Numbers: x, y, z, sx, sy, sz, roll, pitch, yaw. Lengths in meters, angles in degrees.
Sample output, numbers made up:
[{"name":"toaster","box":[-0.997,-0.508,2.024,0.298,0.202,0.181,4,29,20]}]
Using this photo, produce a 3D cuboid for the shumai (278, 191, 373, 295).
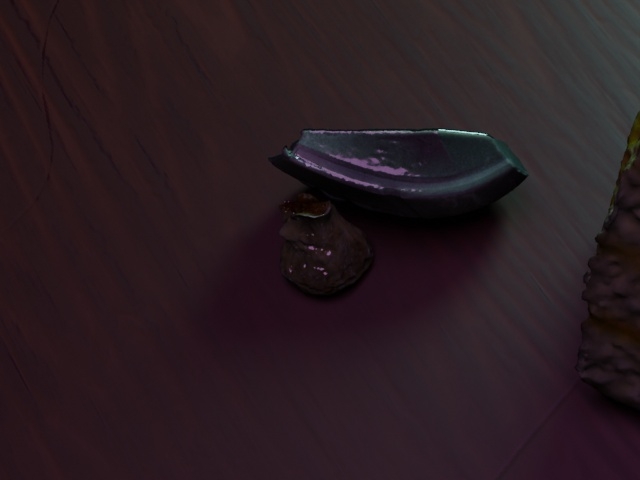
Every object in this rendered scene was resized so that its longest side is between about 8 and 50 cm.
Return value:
[{"name":"shumai","box":[0.000,0.000,1.414,0.083,0.080,0.082,-1,66,11]}]

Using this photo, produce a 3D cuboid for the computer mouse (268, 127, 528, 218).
[{"name":"computer mouse","box":[0.064,-0.055,1.410,0.231,0.126,0.071,2,86,9]}]

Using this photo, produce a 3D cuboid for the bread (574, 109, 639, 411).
[{"name":"bread","box":[0.355,-0.057,1.248,0.239,0.395,0.264,23,46,4]}]
